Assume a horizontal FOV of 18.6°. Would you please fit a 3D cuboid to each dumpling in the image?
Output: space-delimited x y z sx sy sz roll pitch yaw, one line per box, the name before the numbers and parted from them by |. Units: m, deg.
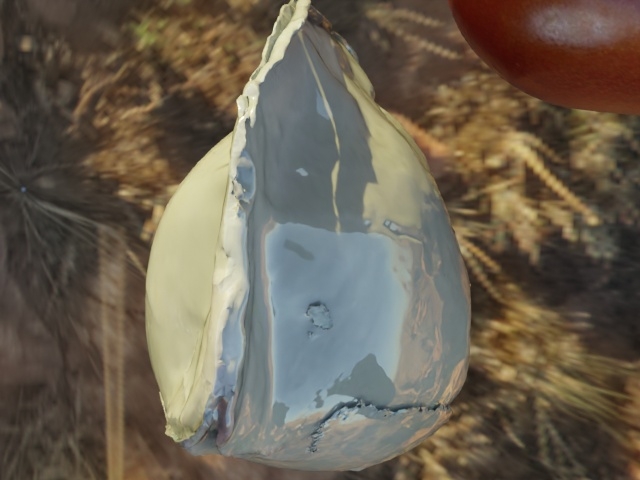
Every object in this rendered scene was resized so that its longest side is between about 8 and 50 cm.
dumpling | 0.002 0.000 1.100 0.341 0.181 0.260 4 90 -50

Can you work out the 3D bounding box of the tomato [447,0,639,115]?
tomato | 0.202 -0.183 1.078 0.298 0.226 0.299 -1 57 2
